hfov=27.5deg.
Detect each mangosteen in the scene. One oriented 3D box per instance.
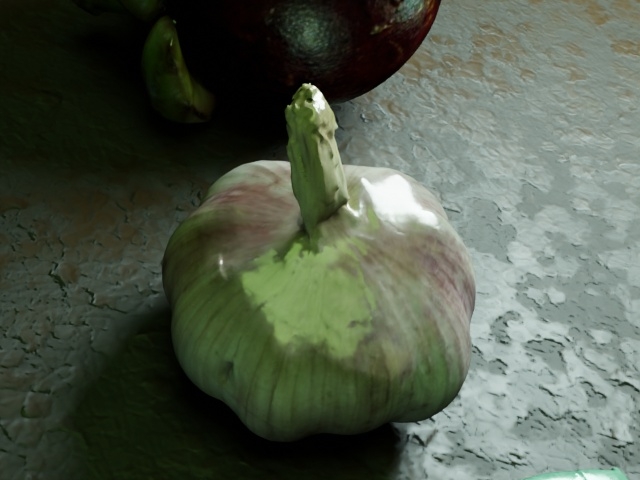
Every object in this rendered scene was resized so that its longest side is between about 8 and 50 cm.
[{"bbox_3d":[-0.042,-0.267,1.185,0.330,0.330,0.330,8,43,-8],"label":"mangosteen"}]

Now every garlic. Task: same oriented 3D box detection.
[{"bbox_3d":[0.000,0.000,0.951,0.245,0.253,0.245,2,40,-2],"label":"garlic"}]

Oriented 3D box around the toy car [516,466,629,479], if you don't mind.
[{"bbox_3d":[0.208,0.279,0.822,0.141,0.097,0.321,-5,46,-22],"label":"toy car"}]
